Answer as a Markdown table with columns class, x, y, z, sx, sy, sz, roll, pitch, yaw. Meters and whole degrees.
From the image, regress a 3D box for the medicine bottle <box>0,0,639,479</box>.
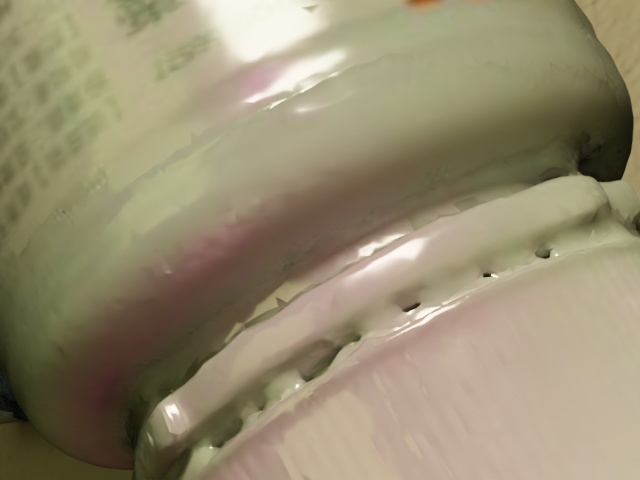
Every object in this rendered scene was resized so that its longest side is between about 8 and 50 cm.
| class | x | y | z | sx | sy | sz | roll | pitch | yaw |
| --- | --- | --- | --- | --- | --- | --- | --- | --- | --- |
| medicine bottle | 0.000 | 0.000 | 0.555 | 0.256 | 0.256 | 0.325 | -43 | 64 | 30 |

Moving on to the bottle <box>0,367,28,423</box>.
| class | x | y | z | sx | sy | sz | roll | pitch | yaw |
| --- | --- | --- | --- | --- | --- | --- | --- | --- | --- |
| bottle | -0.121 | 0.049 | 0.833 | 0.330 | 0.093 | 0.093 | -13 | 67 | 46 |
